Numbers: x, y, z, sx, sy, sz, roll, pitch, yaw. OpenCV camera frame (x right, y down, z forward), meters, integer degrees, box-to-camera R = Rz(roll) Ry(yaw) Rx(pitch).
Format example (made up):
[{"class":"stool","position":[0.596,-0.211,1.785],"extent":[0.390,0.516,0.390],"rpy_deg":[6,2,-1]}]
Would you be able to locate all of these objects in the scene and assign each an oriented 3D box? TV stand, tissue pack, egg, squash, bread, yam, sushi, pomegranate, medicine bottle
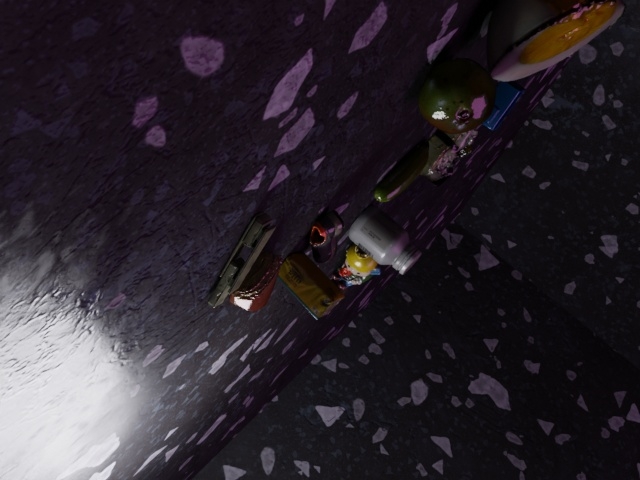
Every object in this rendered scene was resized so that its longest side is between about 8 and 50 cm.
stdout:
[{"class":"TV stand","position":[-0.164,0.047,1.348],"extent":[0.249,0.042,0.036],"rpy_deg":[-56,170,31]},{"class":"tissue pack","position":[-0.026,0.115,1.732],"extent":[0.082,0.169,0.120],"rpy_deg":[-46,168,12]},{"class":"egg","position":[0.522,-0.539,1.572],"extent":[0.337,0.200,0.337],"rpy_deg":[-20,167,-5]},{"class":"squash","position":[0.253,-0.200,1.974],"extent":[0.252,0.066,0.066],"rpy_deg":[-45,167,-16]},{"class":"bread","position":[-0.148,0.109,1.519],"extent":[0.119,0.067,0.192],"rpy_deg":[-42,166,-29]},{"class":"yam","position":[0.043,0.184,2.415],"extent":[0.146,0.070,0.069],"rpy_deg":[-30,158,-54]},{"class":"sushi","position":[0.401,-0.308,2.076],"extent":[0.109,0.134,0.273],"rpy_deg":[10,137,-39]},{"class":"pomegranate","position":[0.318,-0.355,1.564],"extent":[0.180,0.180,0.209],"rpy_deg":[116,-19,-50]},{"class":"medicine bottle","position":[0.204,0.004,2.070],"extent":[0.135,0.215,0.135],"rpy_deg":[-46,168,-13]}]

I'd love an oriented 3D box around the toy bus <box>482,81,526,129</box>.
[{"class":"toy bus","position":[0.646,-0.490,2.408],"extent":[0.106,0.090,0.184],"rpy_deg":[-28,154,-57]}]

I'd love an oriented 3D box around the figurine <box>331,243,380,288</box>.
[{"class":"figurine","position":[0.118,0.083,2.275],"extent":[0.185,0.127,0.234],"rpy_deg":[-25,171,3]}]

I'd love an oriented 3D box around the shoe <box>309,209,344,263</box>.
[{"class":"shoe","position":[-0.001,0.001,1.724],"extent":[0.077,0.074,0.194],"rpy_deg":[-27,155,-31]}]
